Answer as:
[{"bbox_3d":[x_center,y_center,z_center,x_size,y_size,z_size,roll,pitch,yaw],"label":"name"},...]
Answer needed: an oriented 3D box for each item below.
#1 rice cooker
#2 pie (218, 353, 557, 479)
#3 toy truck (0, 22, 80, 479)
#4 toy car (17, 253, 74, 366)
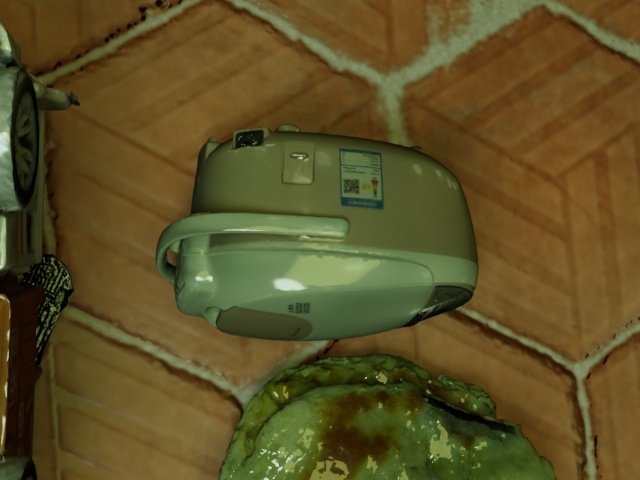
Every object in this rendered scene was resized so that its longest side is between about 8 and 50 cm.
[{"bbox_3d":[0.000,0.000,0.650,0.206,0.145,0.127,8,70,-10],"label":"rice cooker"},{"bbox_3d":[0.050,0.176,0.670,0.247,0.090,0.201,12,78,-16],"label":"pie"},{"bbox_3d":[-0.227,0.080,0.536,0.173,0.207,0.388,3,91,-5],"label":"toy truck"},{"bbox_3d":[-0.191,0.052,0.654,0.041,0.025,0.093,24,85,-8],"label":"toy car"}]
